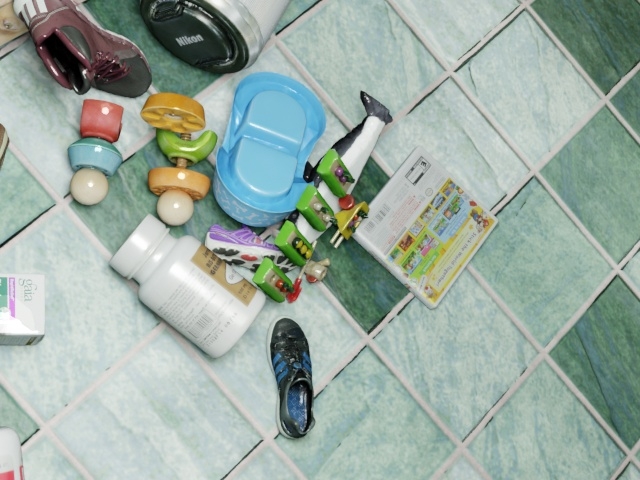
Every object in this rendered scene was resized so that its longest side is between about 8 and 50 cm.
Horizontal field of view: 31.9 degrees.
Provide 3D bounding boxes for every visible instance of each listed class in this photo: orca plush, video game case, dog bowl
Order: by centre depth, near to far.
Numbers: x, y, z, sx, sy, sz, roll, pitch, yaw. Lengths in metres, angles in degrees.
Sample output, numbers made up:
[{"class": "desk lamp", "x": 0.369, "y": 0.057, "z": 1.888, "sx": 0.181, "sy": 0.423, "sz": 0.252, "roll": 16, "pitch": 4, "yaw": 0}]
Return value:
[{"class": "dog bowl", "x": -0.090, "y": -0.148, "z": 1.855, "sx": 0.166, "sy": 0.074, "sz": 0.297, "roll": 20, "pitch": 52, "yaw": -12}, {"class": "orca plush", "x": 0.004, "y": -0.128, "z": 1.912, "sx": 0.102, "sy": 0.151, "sz": 0.287, "roll": 25, "pitch": 89, "yaw": 26}, {"class": "video game case", "x": 0.187, "y": -0.026, "z": 2.005, "sx": 0.206, "sy": 0.026, "sz": 0.227, "roll": 43, "pitch": 63, "yaw": -6}]

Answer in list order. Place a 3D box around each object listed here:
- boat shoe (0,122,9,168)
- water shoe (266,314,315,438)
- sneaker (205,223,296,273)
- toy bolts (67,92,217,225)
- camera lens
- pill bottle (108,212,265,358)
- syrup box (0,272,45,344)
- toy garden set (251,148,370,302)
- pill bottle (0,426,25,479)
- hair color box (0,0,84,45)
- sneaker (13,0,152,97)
[{"class": "boat shoe", "x": -0.540, "y": -0.067, "z": 1.683, "sx": 0.095, "sy": 0.095, "sz": 0.257, "roll": 8, "pitch": 50, "yaw": 18}, {"class": "water shoe", "x": -0.036, "y": 0.216, "z": 1.809, "sx": 0.073, "sy": 0.080, "sz": 0.203, "roll": -2, "pitch": 76, "yaw": -24}, {"class": "sneaker", "x": -0.108, "y": 0.008, "z": 1.851, "sx": 0.170, "sy": 0.068, "sz": 0.071, "roll": 15, "pitch": 52, "yaw": -24}, {"class": "toy bolts", "x": -0.284, "y": -0.125, "z": 1.747, "sx": 0.228, "sy": 0.218, "sz": 0.159, "roll": 9, "pitch": 74, "yaw": -3}, {"class": "camera lens", "x": -0.156, "y": -0.435, "z": 1.867, "sx": 0.219, "sy": 0.219, "sz": 0.274, "roll": 32, "pitch": 65, "yaw": -11}, {"class": "pill bottle", "x": -0.210, "y": 0.067, "z": 1.750, "sx": 0.229, "sy": 0.131, "sz": 0.131, "roll": 39, "pitch": 64, "yaw": -8}, {"class": "syrup box", "x": -0.524, "y": 0.100, "z": 1.628, "sx": 0.236, "sy": 0.096, "sz": 0.093, "roll": 2, "pitch": 74, "yaw": -21}, {"class": "toy garden set", "x": 0.000, "y": 0.000, "z": 1.829, "sx": 0.049, "sy": 0.204, "sz": 0.244, "roll": 26, "pitch": 80, "yaw": 23}, {"class": "pill bottle", "x": -0.477, "y": 0.454, "z": 1.422, "sx": 0.229, "sy": 0.229, "sz": 0.408, "roll": -5, "pitch": 84, "yaw": -24}, {"class": "hair color box", "x": -0.403, "y": -0.443, "z": 1.703, "sx": 0.338, "sy": 0.185, "sz": 0.110, "roll": -26, "pitch": 74, "yaw": 3}, {"class": "sneaker", "x": -0.355, "y": -0.262, "z": 1.722, "sx": 0.281, "sy": 0.106, "sz": 0.162, "roll": 35, "pitch": 25, "yaw": -48}]
